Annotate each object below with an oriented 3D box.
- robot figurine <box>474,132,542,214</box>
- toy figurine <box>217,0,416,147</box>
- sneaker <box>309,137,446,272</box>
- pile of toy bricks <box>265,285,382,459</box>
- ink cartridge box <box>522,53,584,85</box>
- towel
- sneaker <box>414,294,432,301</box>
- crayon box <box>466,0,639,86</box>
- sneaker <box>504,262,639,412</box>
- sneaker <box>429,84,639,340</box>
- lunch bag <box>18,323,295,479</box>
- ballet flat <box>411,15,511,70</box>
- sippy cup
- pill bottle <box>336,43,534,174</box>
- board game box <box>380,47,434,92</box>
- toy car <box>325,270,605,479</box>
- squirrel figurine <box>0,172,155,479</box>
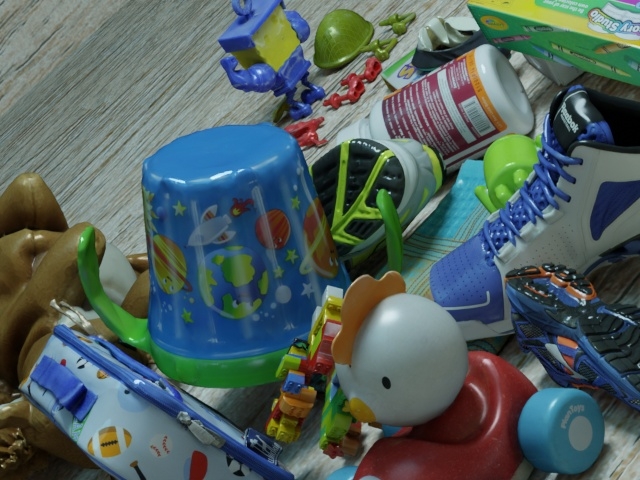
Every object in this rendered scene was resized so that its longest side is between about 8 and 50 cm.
[{"bbox_3d":[0.206,-0.069,1.650,0.101,0.067,0.115,-43,21,21],"label":"robot figurine"},{"bbox_3d":[-0.040,-0.307,2.362,0.191,0.217,0.362,-11,35,46],"label":"toy figurine"},{"bbox_3d":[0.000,0.000,1.868,0.147,0.145,0.385,-10,-14,-47],"label":"sneaker"},{"bbox_3d":[0.016,0.153,1.482,0.212,0.118,0.105,115,166,-45],"label":"pile of toy bricks"},{"bbox_3d":[0.341,-0.299,1.969,0.203,0.086,0.148,-36,24,2],"label":"ink cartridge box"},{"bbox_3d":[0.148,0.035,1.677,0.370,0.040,0.271,-49,25,-25],"label":"towel"},{"bbox_3d":[0.109,0.079,1.566,0.032,0.037,0.083,-41,26,-8],"label":"sneaker"},{"bbox_3d":[0.328,-0.283,1.819,0.278,0.081,0.165,24,72,41],"label":"crayon box"},{"bbox_3d":[0.244,0.098,1.383,0.083,0.087,0.221,-16,31,-22],"label":"sneaker"},{"bbox_3d":[0.231,-0.049,1.485,0.316,0.182,0.127,-26,36,13],"label":"sneaker"},{"bbox_3d":[-0.170,0.189,1.570,0.115,0.243,0.303,-56,27,-9],"label":"lunch bag"},{"bbox_3d":[0.176,-0.266,2.081,0.074,0.074,0.203,-45,25,-18],"label":"ballet flat"},{"bbox_3d":[-0.087,0.004,1.655,0.306,0.224,0.240,-21,25,-23],"label":"sippy cup"},{"bbox_3d":[0.137,-0.138,1.913,0.221,0.121,0.121,-26,25,23],"label":"pill bottle"},{"bbox_3d":[0.165,-0.230,2.163,0.124,0.039,0.259,-36,20,0],"label":"board game box"},{"bbox_3d":[0.072,0.139,1.334,0.219,0.238,0.210,-4,40,53],"label":"toy car"},{"bbox_3d":[-0.325,0.173,1.892,0.397,0.281,0.370,-46,31,15],"label":"squirrel figurine"}]
